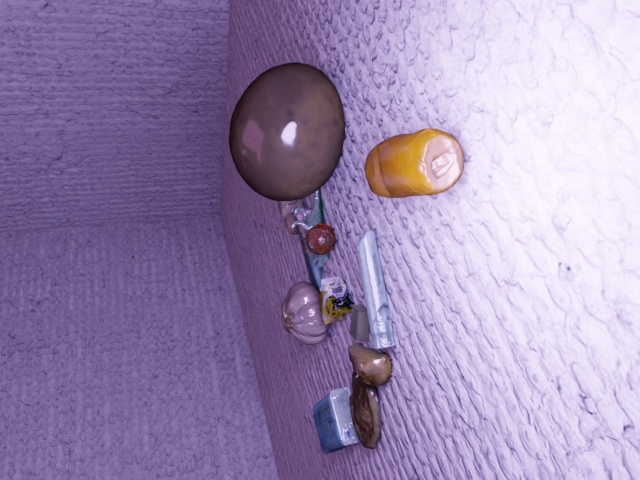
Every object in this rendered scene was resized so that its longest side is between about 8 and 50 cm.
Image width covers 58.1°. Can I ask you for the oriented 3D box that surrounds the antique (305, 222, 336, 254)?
[{"bbox_3d":[0.000,0.000,1.857,0.104,0.104,0.104,174,90,-73],"label":"antique"}]

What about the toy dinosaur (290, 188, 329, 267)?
[{"bbox_3d":[-0.049,-0.096,1.934,0.076,0.129,0.383,174,91,-66],"label":"toy dinosaur"}]

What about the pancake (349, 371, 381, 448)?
[{"bbox_3d":[0.127,0.502,1.718,0.236,0.042,0.223,104,156,-47],"label":"pancake"}]

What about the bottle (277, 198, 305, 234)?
[{"bbox_3d":[-0.109,-0.119,2.167,0.110,0.097,0.209,115,145,-59],"label":"bottle"}]

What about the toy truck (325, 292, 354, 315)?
[{"bbox_3d":[0.057,0.200,1.766,0.049,0.083,0.054,-116,27,-49],"label":"toy truck"}]

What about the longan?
[{"bbox_3d":[-0.095,-0.311,1.686,0.404,0.335,0.405,17,-90,-77],"label":"longan"}]

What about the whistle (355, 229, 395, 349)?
[{"bbox_3d":[0.142,0.128,1.512,0.062,0.062,0.313,138,124,-69],"label":"whistle"}]

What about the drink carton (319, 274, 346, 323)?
[{"bbox_3d":[0.038,0.169,1.816,0.075,0.084,0.200,-116,24,-50],"label":"drink carton"}]

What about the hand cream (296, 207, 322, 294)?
[{"bbox_3d":[-0.037,0.043,2.049,0.111,0.070,0.313,-161,61,-67],"label":"hand cream"}]

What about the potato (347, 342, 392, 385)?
[{"bbox_3d":[0.117,0.348,1.579,0.172,0.089,0.101,12,113,60],"label":"potato"}]

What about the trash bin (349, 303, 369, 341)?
[{"bbox_3d":[0.115,0.238,1.670,0.061,0.042,0.092,-138,48,-65],"label":"trash bin"}]

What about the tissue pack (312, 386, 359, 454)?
[{"bbox_3d":[0.048,0.607,1.930,0.263,0.089,0.177,117,141,-62],"label":"tissue pack"}]

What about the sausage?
[{"bbox_3d":[0.178,-0.156,1.210,0.354,0.115,0.134,-162,53,-74],"label":"sausage"}]

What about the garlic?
[{"bbox_3d":[-0.059,0.263,2.035,0.228,0.152,0.228,164,90,-72],"label":"garlic"}]
